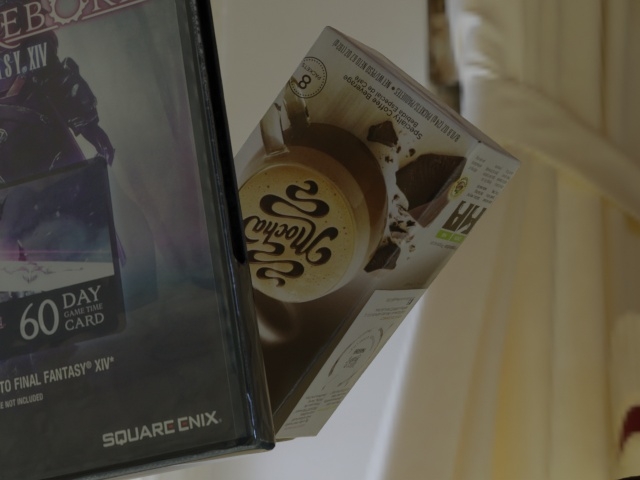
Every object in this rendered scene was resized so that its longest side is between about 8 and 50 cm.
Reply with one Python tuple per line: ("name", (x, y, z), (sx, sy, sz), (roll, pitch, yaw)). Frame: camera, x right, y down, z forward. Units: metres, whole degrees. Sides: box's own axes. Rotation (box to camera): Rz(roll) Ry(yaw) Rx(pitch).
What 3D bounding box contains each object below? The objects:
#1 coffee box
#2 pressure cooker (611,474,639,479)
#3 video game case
("coffee box", (0.000, 0.000, 1.174), (0.297, 0.168, 0.119), (-55, 157, 11))
("pressure cooker", (0.243, 0.390, 0.867), (0.375, 0.370, 0.420), (-10, 130, 17))
("video game case", (-0.131, -0.031, 0.594), (0.196, 0.274, 0.026), (-14, 165, 16))
